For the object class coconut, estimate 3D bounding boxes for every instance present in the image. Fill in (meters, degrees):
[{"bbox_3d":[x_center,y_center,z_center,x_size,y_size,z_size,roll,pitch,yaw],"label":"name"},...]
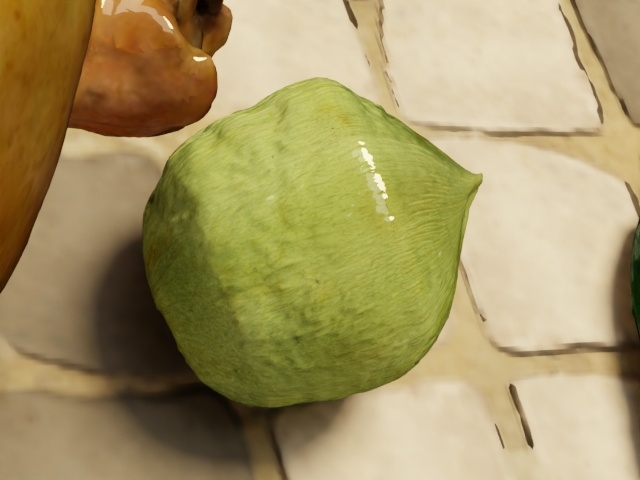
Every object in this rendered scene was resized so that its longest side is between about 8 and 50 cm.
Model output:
[{"bbox_3d":[0.000,0.000,0.506,0.096,0.088,0.088,-18,64,-3],"label":"coconut"}]

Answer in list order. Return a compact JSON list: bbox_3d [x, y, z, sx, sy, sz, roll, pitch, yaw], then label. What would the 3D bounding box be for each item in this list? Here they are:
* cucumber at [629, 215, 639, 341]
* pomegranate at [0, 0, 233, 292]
[{"bbox_3d":[0.118,0.040,0.567,0.039,0.039,0.168,10,56,-20],"label":"cucumber"},{"bbox_3d":[-0.145,-0.066,0.386,0.270,0.229,0.252,20,52,-21],"label":"pomegranate"}]
